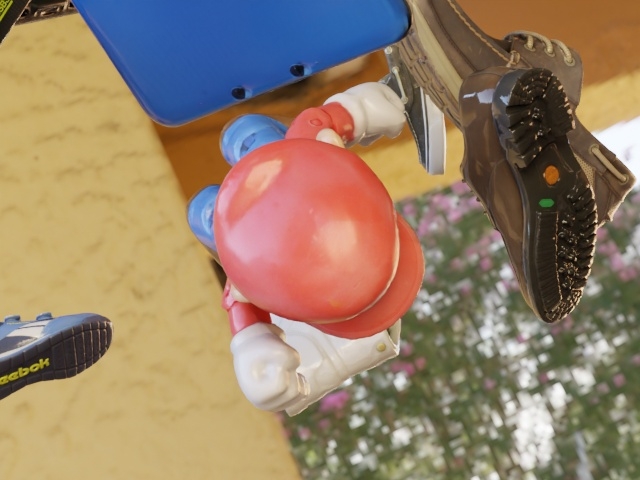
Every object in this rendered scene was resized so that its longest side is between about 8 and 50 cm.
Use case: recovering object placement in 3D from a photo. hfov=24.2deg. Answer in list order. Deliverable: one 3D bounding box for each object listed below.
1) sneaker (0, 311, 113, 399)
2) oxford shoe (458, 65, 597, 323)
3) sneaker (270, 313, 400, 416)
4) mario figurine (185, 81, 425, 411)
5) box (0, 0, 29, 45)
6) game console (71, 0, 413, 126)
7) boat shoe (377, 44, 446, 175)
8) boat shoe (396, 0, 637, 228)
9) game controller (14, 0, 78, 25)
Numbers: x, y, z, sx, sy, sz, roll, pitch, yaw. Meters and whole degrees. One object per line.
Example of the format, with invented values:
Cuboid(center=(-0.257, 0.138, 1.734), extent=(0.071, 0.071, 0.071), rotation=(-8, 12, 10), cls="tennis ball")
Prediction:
Cuboid(center=(-0.232, 0.082, 1.174), extent=(0.144, 0.059, 0.053), rotation=(-16, -51, -30), cls="sneaker")
Cuboid(center=(0.166, -0.040, 1.228), extent=(0.082, 0.227, 0.096), rotation=(-28, 25, -31), cls="oxford shoe")
Cuboid(center=(0.009, 0.083, 1.724), extent=(0.169, 0.292, 0.108), rotation=(-27, -63, 2), cls="sneaker")
Cuboid(center=(0.000, 0.000, 1.057), extent=(0.170, 0.198, 0.320), rotation=(-10, 13, -10), cls="mario figurine")
Cuboid(center=(-0.353, -0.150, 1.347), extent=(0.190, 0.045, 0.184), rotation=(-13, 42, 51), cls="box")
Cuboid(center=(-0.076, -0.270, 1.251), extent=(0.293, 0.250, 0.173), rotation=(-16, -33, 36), cls="game console")
Cuboid(center=(0.103, -0.181, 1.754), extent=(0.070, 0.219, 0.078), rotation=(-10, 9, 5), cls="boat shoe")
Cuboid(center=(0.189, -0.147, 1.469), extent=(0.130, 0.132, 0.355), rotation=(-40, -61, 0), cls="boat shoe")
Cuboid(center=(-0.362, -0.308, 1.683), extent=(0.067, 0.166, 0.319), rotation=(-44, -8, 31), cls="game controller")
